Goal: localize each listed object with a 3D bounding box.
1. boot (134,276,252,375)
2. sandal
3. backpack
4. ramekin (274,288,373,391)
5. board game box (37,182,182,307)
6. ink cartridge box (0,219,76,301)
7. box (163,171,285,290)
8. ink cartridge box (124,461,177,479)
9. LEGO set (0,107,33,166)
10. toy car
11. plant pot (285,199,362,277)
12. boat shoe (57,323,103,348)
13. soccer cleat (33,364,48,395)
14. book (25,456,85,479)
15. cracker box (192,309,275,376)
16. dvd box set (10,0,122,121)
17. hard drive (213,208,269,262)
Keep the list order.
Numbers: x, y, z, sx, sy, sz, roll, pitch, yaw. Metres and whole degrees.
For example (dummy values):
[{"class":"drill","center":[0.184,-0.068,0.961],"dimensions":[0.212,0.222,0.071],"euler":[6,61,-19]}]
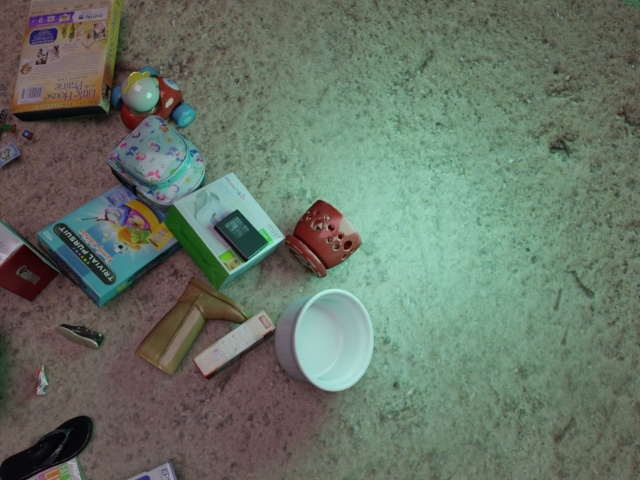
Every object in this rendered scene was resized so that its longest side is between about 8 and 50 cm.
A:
[{"class":"boot","center":[-0.358,0.268,1.667],"dimensions":[0.236,0.089,0.269],"euler":[26,71,19]},{"class":"sandal","center":[-0.725,0.560,1.543],"dimensions":[0.254,0.054,0.097],"euler":[-32,64,-16]},{"class":"backpack","center":[-0.460,-0.217,1.684],"dimensions":[0.253,0.191,0.225],"euler":[43,74,-5]},{"class":"ramekin","center":[0.004,0.277,1.632],"dimensions":[0.277,0.135,0.277],"euler":[6,81,-37]},{"class":"board game box","center":[-0.582,-0.008,1.670],"dimensions":[0.254,0.079,0.336],"euler":[43,54,7]},{"class":"ink cartridge box","center":[-0.832,0.052,1.558],"dimensions":[0.272,0.309,0.130],"euler":[38,73,5]},{"class":"box","center":[-0.279,-0.029,1.702],"dimensions":[0.231,0.127,0.262],"euler":[-34,82,-37]},{"class":"ink cartridge box","center":[-0.477,0.778,1.505],"dimensions":[0.307,0.072,0.304],"euler":[-21,76,-7]},{"class":"LEGO set","center":[-1.005,-0.294,1.785],"dimensions":[0.244,0.060,0.182],"euler":[-34,80,-3]},{"class":"toy car","center":[-0.528,-0.451,1.776],"dimensions":[0.210,0.238,0.219],"euler":[-43,83,-16]},{"class":"plant pot","center":[0.000,0.000,1.736],"dimensions":[0.174,0.191,0.191],"euler":[-43,83,-13]},{"class":"boat shoe","center":[-0.684,0.267,1.655],"dimensions":[0.133,0.049,0.042],"euler":[19,45,6]},{"class":"soccer cleat","center":[-0.773,0.389,1.616],"dimensions":[0.035,0.029,0.083],"euler":[9,76,-13]},{"class":"book","center":[-0.711,0.644,1.549],"dimensions":[0.144,0.035,0.096],"euler":[-24,74,-11]},{"class":"cracker box","center":[-0.240,0.297,1.637],"dimensions":[0.232,0.156,0.067],"euler":[-35,80,-14]},{"class":"dvd box set","center":[-0.795,-0.586,1.834],"dimensions":[0.307,0.062,0.420],"euler":[-3,73,11]},{"class":"hard drive","center":[-0.221,-0.014,1.630],"dimensions":[0.135,0.022,0.094],"euler":[47,51,2]}]
